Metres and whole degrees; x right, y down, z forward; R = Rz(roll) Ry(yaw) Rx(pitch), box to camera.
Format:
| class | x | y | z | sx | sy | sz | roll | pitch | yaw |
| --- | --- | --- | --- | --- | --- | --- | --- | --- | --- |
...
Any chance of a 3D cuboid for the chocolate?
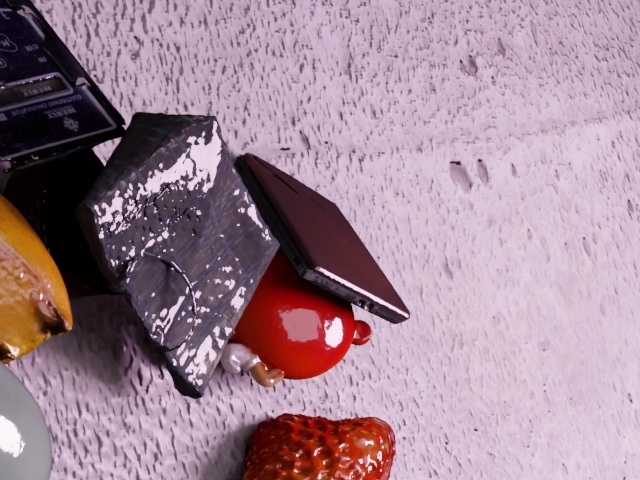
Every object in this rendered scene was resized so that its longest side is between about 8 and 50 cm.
| class | x | y | z | sx | sy | sz | roll | pitch | yaw |
| --- | --- | --- | --- | --- | --- | --- | --- | --- | --- |
| chocolate | -0.231 | 0.000 | 1.469 | 0.149 | 0.080 | 0.125 | 62 | 34 | -18 |

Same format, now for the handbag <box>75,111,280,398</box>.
| class | x | y | z | sx | sy | sz | roll | pitch | yaw |
| --- | --- | --- | --- | --- | --- | --- | --- | --- | --- |
| handbag | -0.128 | 0.005 | 1.475 | 0.175 | 0.088 | 0.270 | -66 | 147 | -34 |

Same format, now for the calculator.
| class | x | y | z | sx | sy | sz | roll | pitch | yaw |
| --- | --- | --- | --- | --- | --- | --- | --- | --- | --- |
| calculator | -0.300 | -0.175 | 1.454 | 0.274 | 0.028 | 0.165 | 51 | 38 | 14 |

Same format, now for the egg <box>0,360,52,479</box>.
| class | x | y | z | sx | sy | sz | roll | pitch | yaw |
| --- | --- | --- | --- | --- | --- | --- | --- | --- | --- |
| egg | -0.304 | 0.148 | 1.246 | 0.231 | 0.168 | 0.168 | 32 | 50 | -41 |

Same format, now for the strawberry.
| class | x | y | z | sx | sy | sz | roll | pitch | yaw |
| --- | --- | --- | --- | --- | --- | --- | --- | --- | --- |
| strawberry | 0.016 | 0.231 | 1.617 | 0.175 | 0.106 | 0.236 | 49 | 42 | -21 |

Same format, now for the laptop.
| class | x | y | z | sx | sy | sz | roll | pitch | yaw |
| --- | --- | --- | --- | --- | --- | --- | --- | --- | --- |
| laptop | 0.000 | 0.000 | 1.693 | 0.154 | 0.026 | 0.207 | 30 | 19 | -39 |

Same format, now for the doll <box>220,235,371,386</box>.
| class | x | y | z | sx | sy | sz | roll | pitch | yaw |
| --- | --- | --- | --- | --- | --- | --- | --- | --- | --- |
| doll | -0.053 | 0.065 | 1.644 | 0.217 | 0.085 | 0.183 | 10 | 60 | -27 |

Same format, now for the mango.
| class | x | y | z | sx | sy | sz | roll | pitch | yaw |
| --- | --- | --- | --- | --- | --- | --- | --- | --- | --- |
| mango | -0.316 | 0.007 | 1.338 | 0.252 | 0.126 | 0.154 | 44 | 54 | -15 |
